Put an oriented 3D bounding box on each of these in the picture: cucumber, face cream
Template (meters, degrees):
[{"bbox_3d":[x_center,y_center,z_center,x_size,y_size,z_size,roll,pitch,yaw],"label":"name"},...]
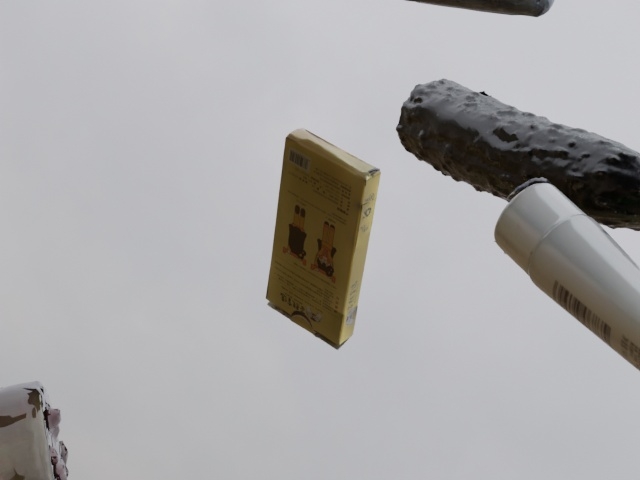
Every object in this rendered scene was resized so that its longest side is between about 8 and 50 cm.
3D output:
[{"bbox_3d":[0.160,-0.061,1.228,0.303,0.081,0.072,31,-47,58],"label":"cucumber"},{"bbox_3d":[0.205,0.052,1.033,0.243,0.058,0.092,46,-9,32],"label":"face cream"}]

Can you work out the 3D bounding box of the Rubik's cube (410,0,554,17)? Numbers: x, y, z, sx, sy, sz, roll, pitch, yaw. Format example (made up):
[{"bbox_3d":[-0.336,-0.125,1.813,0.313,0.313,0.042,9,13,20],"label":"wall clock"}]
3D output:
[{"bbox_3d":[0.004,-0.347,0.944,0.344,0.337,0.344,9,23,8],"label":"Rubik's cube"}]

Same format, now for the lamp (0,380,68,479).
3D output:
[{"bbox_3d":[-0.207,0.106,0.523,0.180,0.258,0.180,168,-90,-83],"label":"lamp"}]

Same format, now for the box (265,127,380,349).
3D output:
[{"bbox_3d":[0.000,0.000,1.119,0.073,0.020,0.149,31,-50,28],"label":"box"}]
